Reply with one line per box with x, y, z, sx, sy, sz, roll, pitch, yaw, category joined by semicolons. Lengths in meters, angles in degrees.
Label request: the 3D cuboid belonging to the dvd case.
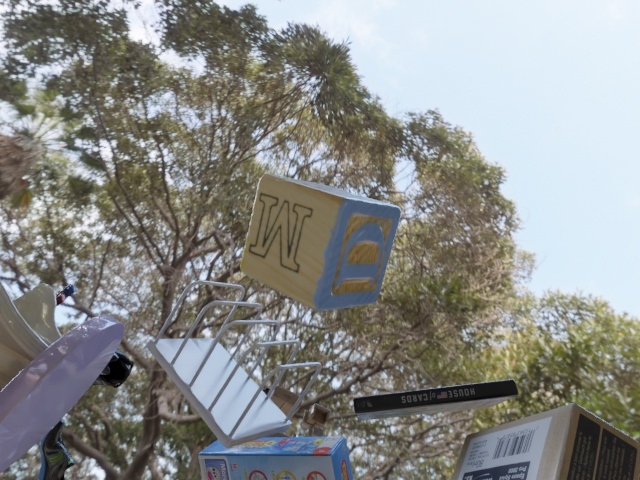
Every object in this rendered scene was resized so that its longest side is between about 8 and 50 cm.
0.175;0.263;0.776;0.239;0.179;0.029;-8;-114;2;dvd case

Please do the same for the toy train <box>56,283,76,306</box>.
-0.638;0.144;1.155;0.036;0.158;0.027;-28;-74;12;toy train

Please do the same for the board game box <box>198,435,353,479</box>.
-0.076;0.561;0.961;0.302;0.086;0.308;-10;-91;22;board game box

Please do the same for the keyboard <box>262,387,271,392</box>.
-0.204;0.448;1.435;0.108;0.180;0.023;3;-106;-10;keyboard

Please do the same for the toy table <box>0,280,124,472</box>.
-0.423;0.170;0.658;0.161;0.274;0.252;31;-70;3;toy table

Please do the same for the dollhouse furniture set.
-0.155;0.669;1.510;0.303;0.355;0.173;27;-55;-9;dollhouse furniture set

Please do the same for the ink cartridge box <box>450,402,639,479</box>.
0.224;0.308;0.536;0.088;0.193;0.234;33;-34;5;ink cartridge box

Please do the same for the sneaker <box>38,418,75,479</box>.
-0.631;0.519;1.154;0.078;0.067;0.188;2;-90;-9;sneaker

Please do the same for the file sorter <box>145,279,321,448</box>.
-0.164;0.230;0.954;0.278;0.193;0.173;38;-79;30;file sorter

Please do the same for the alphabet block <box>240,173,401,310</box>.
0.000;0.000;0.871;0.197;0.192;0.193;21;-80;37;alphabet block

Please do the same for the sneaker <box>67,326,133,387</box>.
-0.470;0.277;1.043;0.130;0.286;0.109;22;-110;3;sneaker
